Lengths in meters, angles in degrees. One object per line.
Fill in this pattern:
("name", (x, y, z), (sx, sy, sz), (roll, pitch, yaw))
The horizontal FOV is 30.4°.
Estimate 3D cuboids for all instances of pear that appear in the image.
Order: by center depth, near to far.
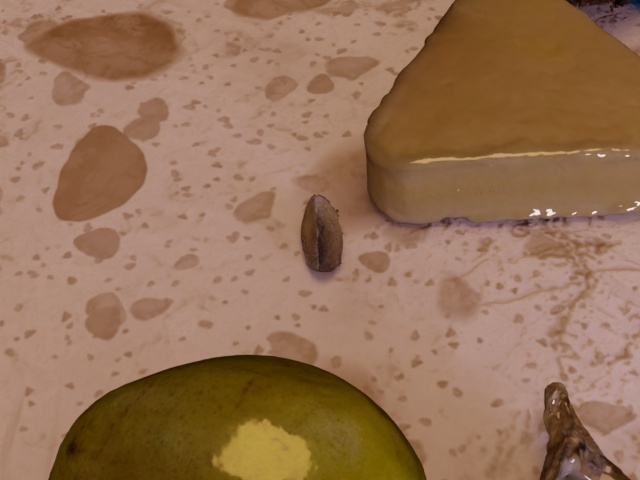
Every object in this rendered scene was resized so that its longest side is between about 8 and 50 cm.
("pear", (-0.063, 0.219, 0.971), (0.307, 0.253, 0.253), (4, 47, 22))

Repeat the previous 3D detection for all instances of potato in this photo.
("potato", (0.001, 0.000, 1.302), (0.037, 0.036, 0.093), (14, 60, -34))

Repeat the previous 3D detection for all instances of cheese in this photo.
("cheese", (0.268, -0.141, 1.363), (0.384, 0.104, 0.384), (-1, 48, 1))

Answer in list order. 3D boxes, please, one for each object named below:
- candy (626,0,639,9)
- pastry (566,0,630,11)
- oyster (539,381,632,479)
("candy", (0.435, -0.344, 1.585), (0.136, 0.038, 0.088), (28, 68, 33))
("pastry", (0.348, -0.418, 1.531), (0.275, 0.193, 0.275), (-14, 42, 13))
("oyster", (0.203, 0.308, 0.984), (0.204, 0.111, 0.396), (33, 55, 7))
